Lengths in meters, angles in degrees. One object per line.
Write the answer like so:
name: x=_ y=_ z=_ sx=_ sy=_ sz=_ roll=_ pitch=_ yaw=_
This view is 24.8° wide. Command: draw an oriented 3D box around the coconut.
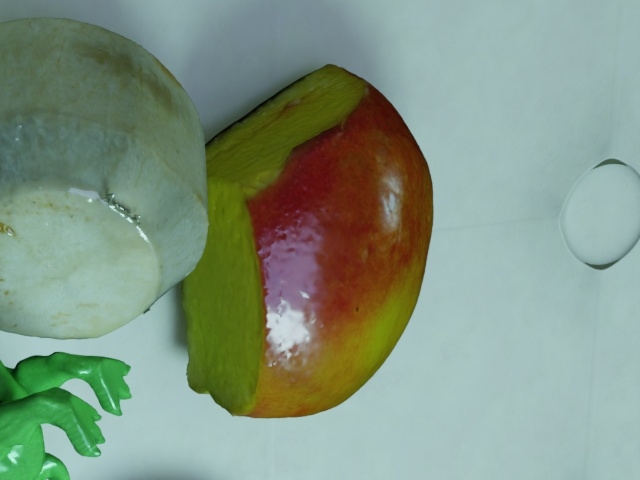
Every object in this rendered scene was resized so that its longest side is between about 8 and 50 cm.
coconut: x=-0.263 y=-0.064 z=1.449 sx=0.323 sy=0.323 sz=0.323 roll=-8 pitch=107 yaw=-26

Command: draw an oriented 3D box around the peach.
peach: x=0.000 y=0.000 z=1.618 sx=0.306 sy=0.242 sz=0.380 roll=-9 pitch=104 yaw=-39

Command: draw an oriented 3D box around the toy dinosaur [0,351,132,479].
toy dinosaur: x=-0.394 y=0.154 z=1.389 sx=0.374 sy=0.144 sz=0.500 roll=-28 pitch=122 yaw=27
